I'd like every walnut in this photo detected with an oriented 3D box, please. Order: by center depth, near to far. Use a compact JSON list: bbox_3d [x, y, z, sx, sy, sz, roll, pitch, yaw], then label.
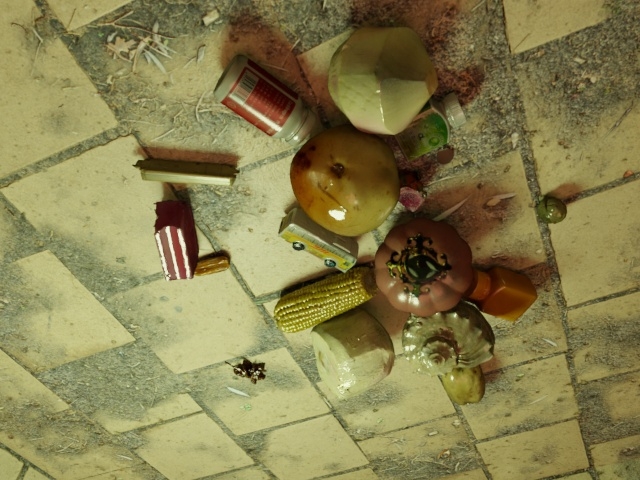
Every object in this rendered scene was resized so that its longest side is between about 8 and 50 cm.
[{"bbox_3d":[0.706,-0.091,1.590,0.092,0.092,0.092,-1,128,-1],"label":"walnut"}]

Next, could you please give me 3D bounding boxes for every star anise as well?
[{"bbox_3d":[-0.298,0.509,2.051,0.190,0.070,0.097,32,123,-21],"label":"star anise"}]

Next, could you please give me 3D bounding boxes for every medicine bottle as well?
[{"bbox_3d":[-0.140,-0.352,1.333,0.250,0.131,0.131,32,121,-24],"label":"medicine bottle"},{"bbox_3d":[0.288,-0.315,1.399,0.188,0.088,0.132,-25,124,18],"label":"medicine bottle"},{"bbox_3d":[0.599,0.174,1.775,0.222,0.112,0.149,18,126,-15],"label":"medicine bottle"}]

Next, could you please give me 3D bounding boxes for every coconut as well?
[{"bbox_3d":[0.156,-0.384,1.238,0.259,0.259,0.259,-1,128,-1],"label":"coconut"},{"bbox_3d":[0.120,0.380,1.824,0.254,0.297,0.298,-18,132,-23],"label":"coconut"}]

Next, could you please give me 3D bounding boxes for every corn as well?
[{"bbox_3d":[0.007,0.203,1.771,0.387,0.144,0.144,-26,124,18],"label":"corn"}]

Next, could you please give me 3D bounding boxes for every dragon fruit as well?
[{"bbox_3d":[0.260,-0.157,1.519,0.147,0.102,0.096,30,130,-34],"label":"dragon fruit"}]

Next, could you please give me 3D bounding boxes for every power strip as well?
[{"bbox_3d":[-0.384,-0.195,1.494,0.305,0.064,0.044,4,135,-5],"label":"power strip"}]

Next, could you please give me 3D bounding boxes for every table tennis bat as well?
[{"bbox_3d":[0.356,-0.255,1.499,0.050,0.007,0.083,-11,130,8],"label":"table tennis bat"}]

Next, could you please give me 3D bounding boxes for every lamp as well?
[{"bbox_3d":[0.320,0.081,1.616,0.305,0.239,0.306,-1,87,20],"label":"lamp"}]

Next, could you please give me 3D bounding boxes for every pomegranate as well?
[{"bbox_3d":[0.071,-0.162,1.394,0.318,0.319,0.319,-1,128,-1],"label":"pomegranate"}]

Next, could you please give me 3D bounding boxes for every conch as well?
[{"bbox_3d":[0.421,0.282,1.705,0.296,0.352,0.210,5,132,16],"label":"conch"}]

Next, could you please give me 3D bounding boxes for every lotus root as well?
[{"bbox_3d":[0.562,0.545,2.050,0.160,0.146,0.284,-25,124,-4],"label":"lotus root"}]

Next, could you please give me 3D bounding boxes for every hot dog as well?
[{"bbox_3d":[-0.367,0.085,1.732,0.144,0.038,0.062,-14,130,13],"label":"hot dog"}]

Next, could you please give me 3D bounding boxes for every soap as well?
[{"bbox_3d":[-0.440,-0.010,1.576,0.099,0.162,0.250,-1,129,-1],"label":"soap"}]

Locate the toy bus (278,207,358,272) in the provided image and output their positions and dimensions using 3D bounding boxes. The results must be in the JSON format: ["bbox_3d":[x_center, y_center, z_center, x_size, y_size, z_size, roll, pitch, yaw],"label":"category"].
[{"bbox_3d":[0.000,0.000,1.626,0.268,0.092,0.106,29,138,-21],"label":"toy bus"}]
